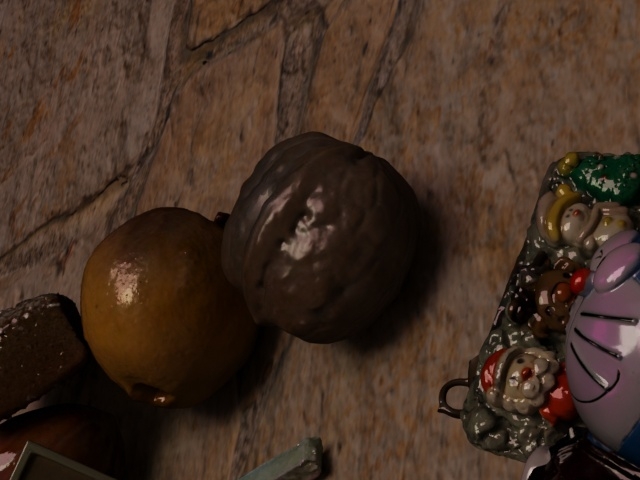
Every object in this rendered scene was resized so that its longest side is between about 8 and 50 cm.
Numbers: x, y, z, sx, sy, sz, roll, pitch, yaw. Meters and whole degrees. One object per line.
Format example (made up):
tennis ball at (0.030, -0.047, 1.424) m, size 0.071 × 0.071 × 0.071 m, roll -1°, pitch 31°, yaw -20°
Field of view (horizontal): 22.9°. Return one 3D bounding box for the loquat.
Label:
loquat at (-0.174, 0.076, 1.819) m, size 0.193 × 0.238 × 0.238 m, roll -13°, pitch 54°, yaw 45°

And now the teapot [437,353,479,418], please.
teapot at (0.166, 0.142, 1.432) m, size 0.121 × 0.076 × 0.068 m, roll -6°, pitch 58°, yaw 5°

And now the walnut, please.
walnut at (0.000, 0.000, 1.677) m, size 0.224 × 0.224 × 0.224 m, roll -34°, pitch 40°, yaw 34°

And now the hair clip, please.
hair clip at (0.219, 0.038, 1.375) m, size 0.138 × 0.091 × 0.321 m, roll 10°, pitch 63°, yaw 26°

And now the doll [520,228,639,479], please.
doll at (0.276, 0.121, 1.173) m, size 0.284 × 0.240 × 0.309 m, roll -94°, pitch 23°, yaw -81°

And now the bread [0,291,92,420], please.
bread at (-0.370, 0.139, 1.962) m, size 0.165 × 0.113 × 0.416 m, roll -30°, pitch 3°, yaw -7°

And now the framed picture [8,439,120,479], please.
framed picture at (-0.288, 0.394, 1.739) m, size 0.020 × 0.211 × 0.289 m, roll 120°, pitch 174°, yaw -78°

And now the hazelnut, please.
hazelnut at (-0.320, 0.291, 1.865) m, size 0.181 × 0.212 × 0.181 m, roll -10°, pitch 61°, yaw 4°

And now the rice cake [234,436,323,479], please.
rice cake at (-0.071, 0.270, 1.692) m, size 0.211 × 0.034 × 0.043 m, roll -35°, pitch 31°, yaw 34°
